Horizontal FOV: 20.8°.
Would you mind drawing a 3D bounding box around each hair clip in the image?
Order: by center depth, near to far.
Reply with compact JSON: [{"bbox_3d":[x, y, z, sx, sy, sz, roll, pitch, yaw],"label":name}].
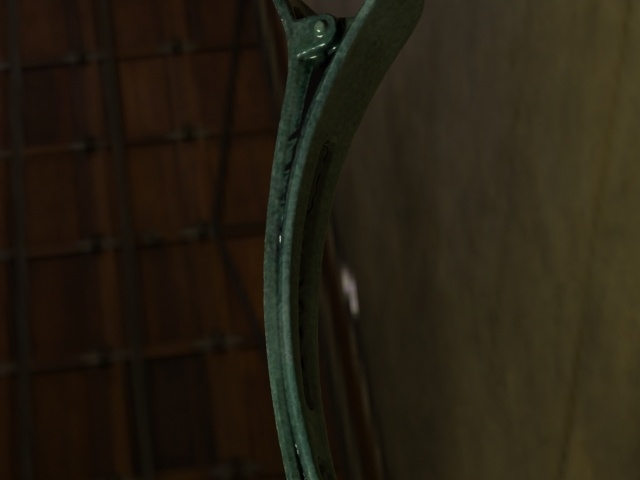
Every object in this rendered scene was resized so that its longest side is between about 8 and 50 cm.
[{"bbox_3d":[0.000,0.000,0.733,0.039,0.070,0.229,25,-112,-55],"label":"hair clip"}]
